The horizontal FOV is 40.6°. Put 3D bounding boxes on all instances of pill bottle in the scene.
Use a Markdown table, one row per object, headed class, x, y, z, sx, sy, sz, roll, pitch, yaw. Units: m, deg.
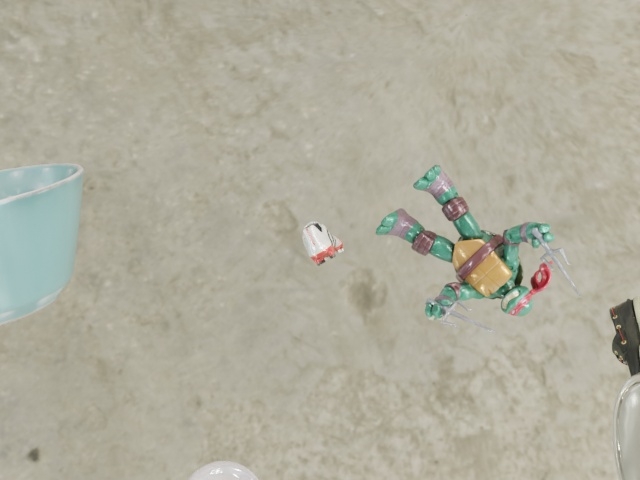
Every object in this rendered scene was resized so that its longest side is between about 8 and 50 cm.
| class | x | y | z | sx | sy | sz | roll | pitch | yaw |
| --- | --- | --- | --- | --- | --- | --- | --- | --- | --- |
| pill bottle | -0.118 | 0.313 | 0.937 | 0.087 | 0.087 | 0.160 | 25 | 134 | 2 |

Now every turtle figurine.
| class | x | y | z | sx | sy | sz | roll | pitch | yaw |
| --- | --- | --- | --- | --- | --- | --- | --- | --- | --- |
| turtle figurine | 0.188 | 0.027 | 1.050 | 0.234 | 0.118 | 0.175 | 45 | 94 | 13 |

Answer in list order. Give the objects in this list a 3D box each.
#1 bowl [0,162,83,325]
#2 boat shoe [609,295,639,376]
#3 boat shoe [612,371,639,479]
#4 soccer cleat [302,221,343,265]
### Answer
| class | x | y | z | sx | sy | sz | roll | pitch | yaw |
| --- | --- | --- | --- | --- | --- | --- | --- | --- | --- |
| bowl | -0.443 | 0.014 | 1.106 | 0.312 | 0.311 | 0.163 | -6 | 106 | 11 |
| boat shoe | 0.339 | 0.118 | 0.929 | 0.042 | 0.133 | 0.049 | -27 | 124 | 30 |
| boat shoe | 0.391 | 0.271 | 0.874 | 0.112 | 0.095 | 0.335 | -17 | 98 | 48 |
| soccer cleat | 0.000 | 0.000 | 0.738 | 0.029 | 0.083 | 0.035 | -28 | 91 | 7 |
